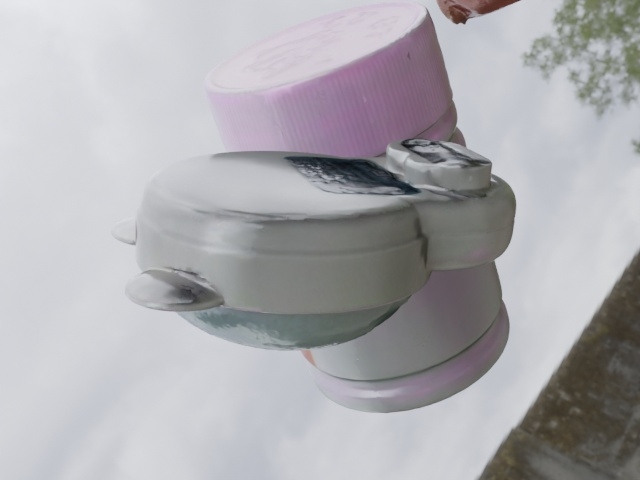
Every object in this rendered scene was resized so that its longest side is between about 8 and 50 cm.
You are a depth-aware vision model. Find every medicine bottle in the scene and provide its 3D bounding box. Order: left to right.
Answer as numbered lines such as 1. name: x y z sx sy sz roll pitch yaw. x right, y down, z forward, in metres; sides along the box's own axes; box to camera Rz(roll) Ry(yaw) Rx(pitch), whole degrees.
1. medicine bottle: 0.040 -0.028 0.781 0.202 0.202 0.316 -39 -57 -37

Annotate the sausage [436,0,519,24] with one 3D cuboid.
1. sausage: 0.277 -0.420 1.318 0.148 0.254 0.148 18 -114 -47

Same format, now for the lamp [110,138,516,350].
1. lamp: 0.001 0.002 0.539 0.245 0.179 0.108 -8 -66 -15
